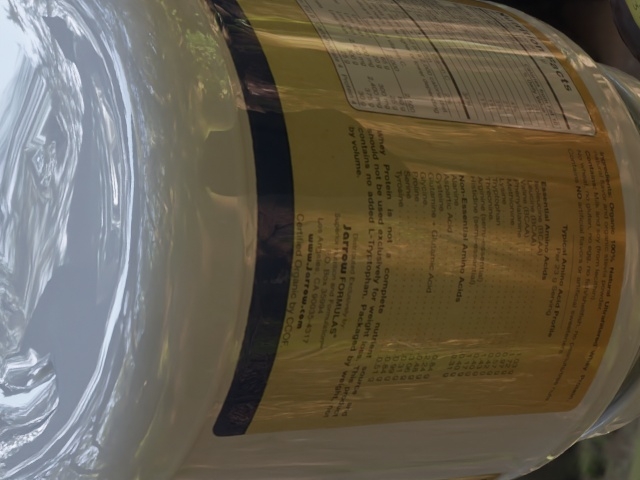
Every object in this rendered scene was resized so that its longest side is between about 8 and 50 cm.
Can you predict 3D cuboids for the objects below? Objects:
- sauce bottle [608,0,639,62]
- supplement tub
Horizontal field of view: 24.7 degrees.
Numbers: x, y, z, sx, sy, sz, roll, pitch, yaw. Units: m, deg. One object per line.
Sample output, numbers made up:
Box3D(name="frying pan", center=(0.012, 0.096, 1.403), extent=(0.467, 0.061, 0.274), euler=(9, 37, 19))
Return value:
Box3D(name="sauce bottle", center=(0.151, -0.107, 0.344), extent=(0.344, 0.111, 0.111), euler=(89, -162, -86))
Box3D(name="supplement tub", center=(0.000, 0.000, 0.632), extent=(0.316, 0.228, 0.228), euler=(3, -70, -41))
